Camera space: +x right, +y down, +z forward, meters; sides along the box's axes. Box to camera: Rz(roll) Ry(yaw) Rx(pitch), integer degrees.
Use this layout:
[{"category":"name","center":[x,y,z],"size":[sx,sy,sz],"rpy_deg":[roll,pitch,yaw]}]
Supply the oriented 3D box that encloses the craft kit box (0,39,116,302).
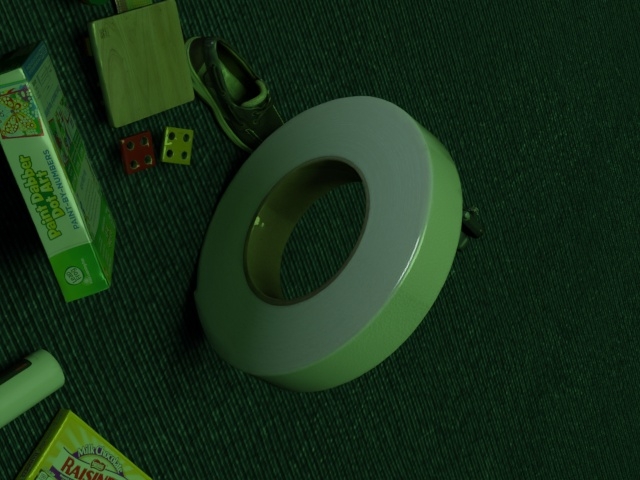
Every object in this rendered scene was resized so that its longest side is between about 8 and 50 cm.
[{"category":"craft kit box","center":[-0.294,-0.085,1.258],"size":[0.061,0.250,0.246],"rpy_deg":[-22,107,-2]}]

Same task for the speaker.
[{"category":"speaker","center":[-0.361,0.180,1.302],"size":[0.136,0.055,0.055],"rpy_deg":[-35,114,-40]}]

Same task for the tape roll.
[{"category":"tape roll","center":[0.000,0.000,1.445],"size":[0.072,0.392,0.392],"rpy_deg":[33,66,-42]}]

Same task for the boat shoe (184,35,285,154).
[{"category":"boat shoe","center":[-0.105,-0.193,1.558],"size":[0.223,0.073,0.080],"rpy_deg":[48,57,-34]}]

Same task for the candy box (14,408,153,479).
[{"category":"candy box","center":[-0.276,0.308,1.408],"size":[0.206,0.027,0.105],"rpy_deg":[49,53,-34]}]

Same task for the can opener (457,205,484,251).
[{"category":"can opener","center":[0.211,-0.056,1.895],"size":[0.186,0.059,0.073],"rpy_deg":[47,58,-35]}]

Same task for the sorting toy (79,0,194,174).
[{"category":"sorting toy","center":[-0.232,-0.216,1.437],"size":[0.132,0.046,0.274],"rpy_deg":[-28,117,-40]}]

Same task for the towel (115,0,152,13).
[{"category":"towel","center":[-0.237,-0.286,1.469],"size":[0.060,0.009,0.083],"rpy_deg":[-24,107,-44]}]
